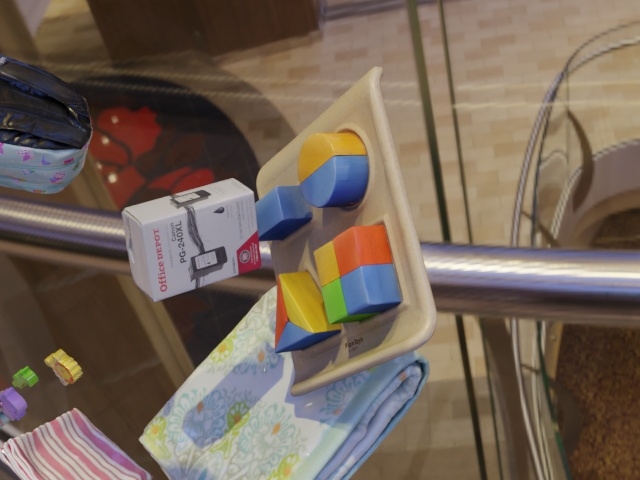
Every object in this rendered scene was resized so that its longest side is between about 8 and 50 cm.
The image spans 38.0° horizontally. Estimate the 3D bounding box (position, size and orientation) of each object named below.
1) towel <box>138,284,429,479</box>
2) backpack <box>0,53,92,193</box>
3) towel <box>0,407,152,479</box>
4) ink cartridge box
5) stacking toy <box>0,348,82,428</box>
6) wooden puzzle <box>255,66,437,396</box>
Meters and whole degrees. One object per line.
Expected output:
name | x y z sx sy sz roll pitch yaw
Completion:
towel | -0.064 0.238 1.334 0.374 0.090 0.320 -47 43 -9
backpack | -0.359 -0.131 1.077 0.182 0.115 0.152 12 53 -21
towel | -0.295 0.276 1.146 0.144 0.197 0.029 40 101 8
ink cartridge box | -0.156 -0.001 1.140 0.151 0.109 0.063 -19 30 -26
stacking toy | -0.439 0.236 1.291 0.167 0.052 0.221 -43 11 -37
wooden puzzle | 0.000 0.000 1.166 0.081 0.322 0.347 1 71 -29
